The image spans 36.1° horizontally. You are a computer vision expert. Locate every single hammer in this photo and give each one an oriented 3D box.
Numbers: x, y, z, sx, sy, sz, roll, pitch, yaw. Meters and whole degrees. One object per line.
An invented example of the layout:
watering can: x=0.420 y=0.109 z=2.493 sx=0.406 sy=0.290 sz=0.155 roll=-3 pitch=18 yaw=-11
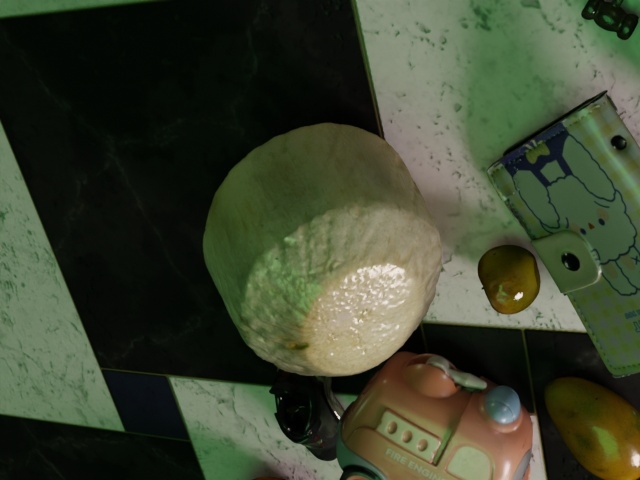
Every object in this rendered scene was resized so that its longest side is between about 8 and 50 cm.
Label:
hammer: x=0.355 y=-0.333 z=0.974 sx=0.058 sy=0.029 sz=0.292 roll=30 pitch=128 yaw=6

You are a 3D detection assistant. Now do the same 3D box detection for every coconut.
coconut: x=0.000 y=0.000 z=1.229 sx=0.329 sy=0.329 sz=0.328 roll=14 pitch=126 yaw=20

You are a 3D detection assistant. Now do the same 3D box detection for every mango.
mango: x=0.373 y=0.249 z=1.310 sx=0.111 sy=0.089 sz=0.163 roll=-31 pitch=94 yaw=40

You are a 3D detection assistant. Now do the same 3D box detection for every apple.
apple: x=0.239 y=0.050 z=1.248 sx=0.075 sy=0.089 sz=0.089 roll=-11 pitch=115 yaw=20

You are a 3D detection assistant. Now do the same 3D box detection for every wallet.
wallet: x=0.337 y=0.001 z=1.131 sx=0.309 sy=0.077 sz=0.223 roll=56 pitch=154 yaw=-1

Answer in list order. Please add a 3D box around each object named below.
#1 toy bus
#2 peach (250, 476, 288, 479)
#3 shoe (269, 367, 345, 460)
toy bus: x=0.173 y=0.277 z=1.387 sx=0.288 sy=0.194 sz=0.232 roll=25 pitch=117 yaw=13
peach: x=-0.080 y=0.506 z=1.667 sx=0.190 sy=0.196 sz=0.226 roll=12 pitch=136 yaw=-21
shoe: x=-0.026 y=0.267 z=1.524 sx=0.099 sy=0.112 sz=0.227 roll=2 pitch=119 yaw=26
